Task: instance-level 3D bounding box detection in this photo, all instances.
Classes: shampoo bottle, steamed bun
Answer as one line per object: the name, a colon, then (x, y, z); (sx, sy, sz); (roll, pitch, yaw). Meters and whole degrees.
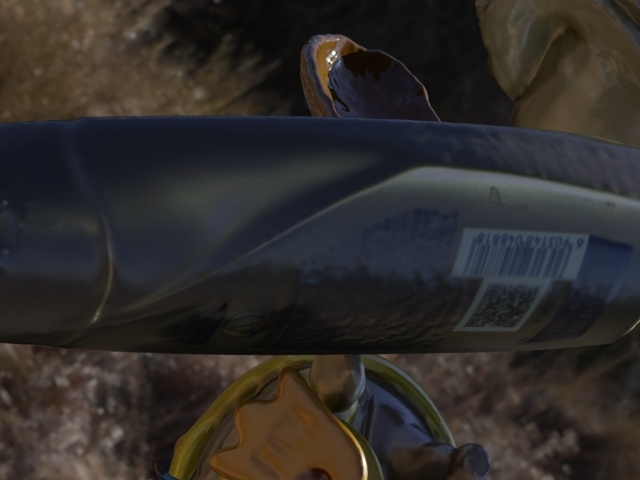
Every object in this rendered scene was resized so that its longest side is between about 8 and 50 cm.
shampoo bottle: (0.000, 0.000, 0.700); (0.084, 0.350, 0.125); (66, -35, 40)
steamed bun: (0.263, -0.146, 1.061); (0.324, 0.219, 0.310); (-41, 116, -49)

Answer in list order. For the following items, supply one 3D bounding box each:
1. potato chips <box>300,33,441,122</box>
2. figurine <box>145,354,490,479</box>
potato chips: (0.038, -0.086, 1.170); (0.150, 0.049, 0.202); (21, 31, -33)
figurine: (-0.016, 0.161, 0.847); (0.187, 0.215, 0.344); (36, -1, 6)
